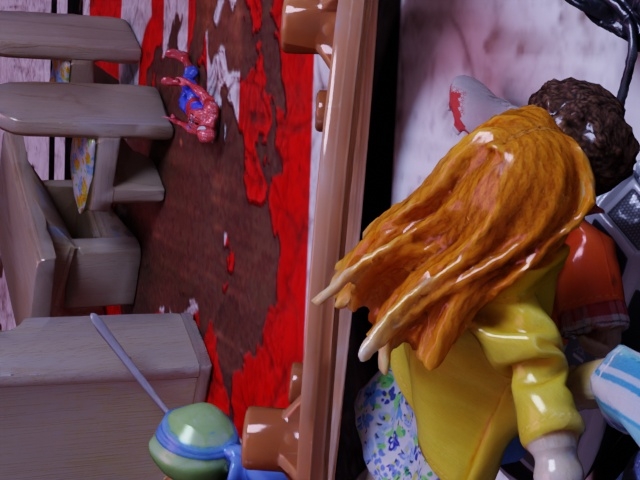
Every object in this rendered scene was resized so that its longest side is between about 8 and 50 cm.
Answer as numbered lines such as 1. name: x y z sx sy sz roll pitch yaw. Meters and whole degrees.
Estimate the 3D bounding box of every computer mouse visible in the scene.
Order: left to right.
1. computer mouse: 0.099 0.002 0.485 0.106 0.042 0.193 41 128 44

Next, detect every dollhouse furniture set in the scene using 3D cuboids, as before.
1. dollhouse furniture set: -0.271 0.051 1.157 0.394 0.257 0.362 -119 35 -51

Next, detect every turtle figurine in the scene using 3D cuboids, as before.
1. turtle figurine: -0.129 0.201 0.887 0.198 0.275 0.266 -52 -33 -66

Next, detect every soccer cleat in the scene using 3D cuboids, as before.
1. soccer cleat: 0.078 -0.044 0.565 0.035 0.029 0.083 -61 38 37

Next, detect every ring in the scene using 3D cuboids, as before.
1. ring: 0.000 0.000 0.578 0.336 0.032 0.336 5 -90 -88

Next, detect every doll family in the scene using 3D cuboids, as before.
1. doll family: 0.077 0.059 0.369 0.263 0.118 0.163 50 141 37

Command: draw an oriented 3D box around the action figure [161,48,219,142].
1. action figure: -0.096 -0.102 1.017 0.115 0.030 0.038 -123 43 -52
